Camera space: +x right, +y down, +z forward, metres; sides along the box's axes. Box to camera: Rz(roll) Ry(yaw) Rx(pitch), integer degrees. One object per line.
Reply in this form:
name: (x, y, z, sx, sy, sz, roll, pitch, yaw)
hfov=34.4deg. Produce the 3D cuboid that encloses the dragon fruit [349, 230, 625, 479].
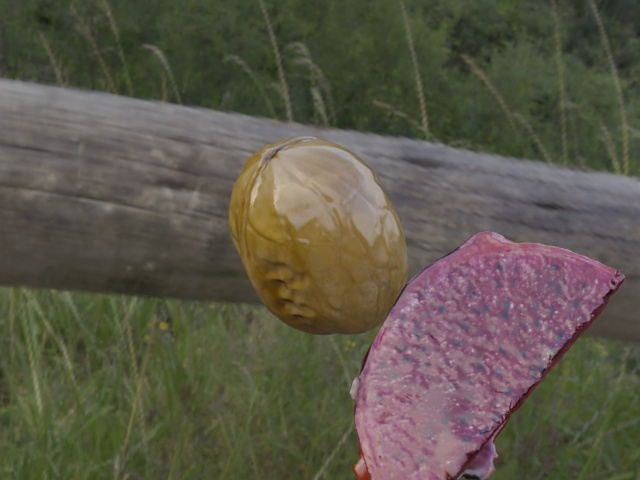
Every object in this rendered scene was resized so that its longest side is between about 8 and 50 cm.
dragon fruit: (0.098, 0.112, 0.800, 0.126, 0.161, 0.274, 37, 71, 19)

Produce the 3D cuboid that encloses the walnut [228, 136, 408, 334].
walnut: (0.000, 0.000, 0.956, 0.159, 0.206, 0.159, -17, 32, 11)
